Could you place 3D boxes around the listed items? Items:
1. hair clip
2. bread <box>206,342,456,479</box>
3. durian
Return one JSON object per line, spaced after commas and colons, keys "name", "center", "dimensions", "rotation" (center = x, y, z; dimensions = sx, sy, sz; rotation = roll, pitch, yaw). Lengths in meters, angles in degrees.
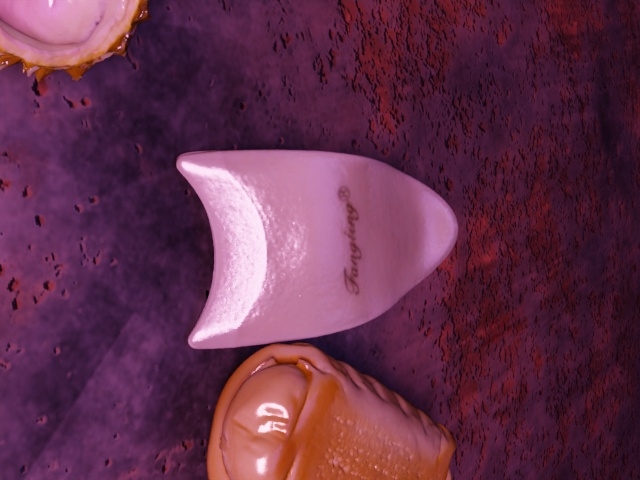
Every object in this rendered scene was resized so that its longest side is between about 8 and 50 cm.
{"name": "hair clip", "center": [0.010, 0.000, 0.809], "dimensions": [0.282, 0.113, 0.172], "rotation": [-6, 95, -50]}
{"name": "bread", "center": [0.012, 0.205, 0.804], "dimensions": [0.311, 0.121, 0.172], "rotation": [41, 63, -43]}
{"name": "durian", "center": [-0.215, -0.174, 0.573], "dimensions": [0.224, 0.078, 0.140], "rotation": [-20, 118, -38]}
